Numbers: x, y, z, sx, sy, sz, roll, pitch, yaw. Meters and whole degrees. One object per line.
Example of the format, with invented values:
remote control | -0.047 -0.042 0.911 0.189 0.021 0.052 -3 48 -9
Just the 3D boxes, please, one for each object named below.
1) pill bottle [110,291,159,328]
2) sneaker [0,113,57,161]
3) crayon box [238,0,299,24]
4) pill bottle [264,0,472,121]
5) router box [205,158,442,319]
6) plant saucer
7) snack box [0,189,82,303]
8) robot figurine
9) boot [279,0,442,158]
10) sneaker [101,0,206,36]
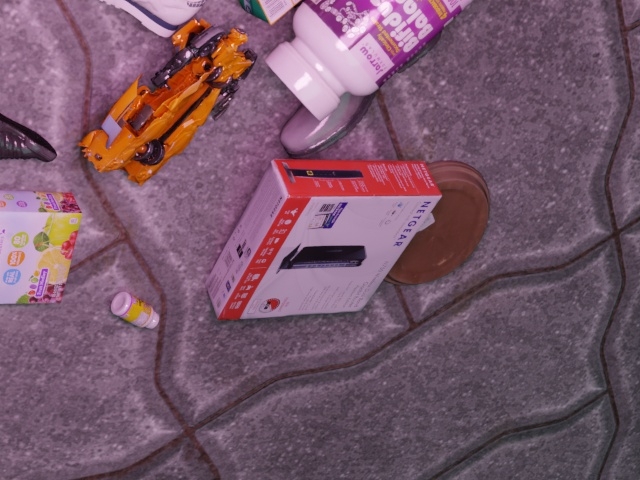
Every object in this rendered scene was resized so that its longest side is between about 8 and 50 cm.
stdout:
pill bottle | -0.314 0.122 2.005 0.043 0.043 0.083 -47 134 7
sneaker | -0.475 -0.137 1.709 0.170 0.051 0.089 32 103 -38
crayon box | -0.082 -0.463 1.641 0.165 0.081 0.278 -42 135 -12
pill bottle | 0.068 -0.319 1.716 0.301 0.169 0.169 -43 134 4
router box | 0.000 0.000 2.013 0.301 0.082 0.335 -2 142 -30
plant saucer | 0.208 -0.023 2.224 0.278 0.041 0.278 -16 130 -20
snack box | -0.487 0.012 1.798 0.207 0.070 0.174 1 123 -30
robot figurine | -0.220 -0.213 1.754 0.291 0.085 0.211 -47 163 7
boot | 0.013 -0.309 1.857 0.338 0.118 0.223 -47 127 -2
sneaker | -0.256 -0.371 1.625 0.095 0.090 0.235 -30 151 27
